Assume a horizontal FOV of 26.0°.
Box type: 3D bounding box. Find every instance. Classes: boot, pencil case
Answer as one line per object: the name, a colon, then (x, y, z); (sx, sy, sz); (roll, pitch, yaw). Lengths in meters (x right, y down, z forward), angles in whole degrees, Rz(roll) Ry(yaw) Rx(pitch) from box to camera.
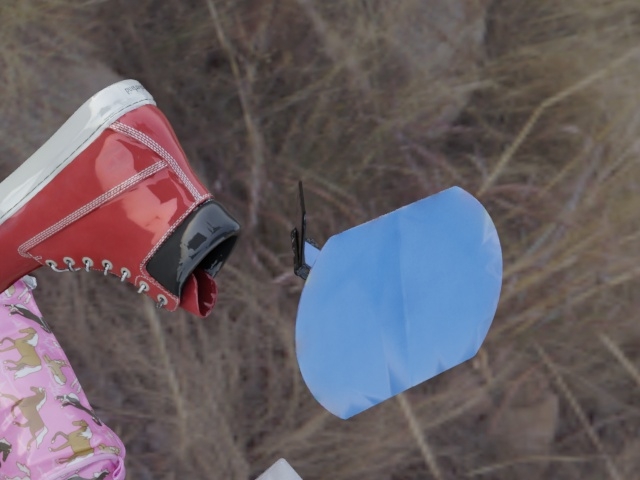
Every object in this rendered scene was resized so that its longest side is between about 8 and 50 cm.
boot: (-0.176, 0.018, 1.077); (0.176, 0.244, 0.088); (54, 27, 7)
pencil case: (-0.403, 0.194, 1.841); (0.160, 0.167, 0.386); (14, 36, -55)

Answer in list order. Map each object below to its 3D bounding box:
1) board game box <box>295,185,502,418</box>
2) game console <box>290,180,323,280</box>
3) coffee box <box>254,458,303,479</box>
board game box: (0.045, 0.035, 0.913); (0.169, 0.033, 0.133); (-23, 121, -28)
game console: (0.000, 0.000, 1.701); (0.107, 0.071, 0.122); (33, 19, -17)
coffee box: (-0.070, 0.314, 1.078); (0.168, 0.119, 0.297); (49, 25, 6)
